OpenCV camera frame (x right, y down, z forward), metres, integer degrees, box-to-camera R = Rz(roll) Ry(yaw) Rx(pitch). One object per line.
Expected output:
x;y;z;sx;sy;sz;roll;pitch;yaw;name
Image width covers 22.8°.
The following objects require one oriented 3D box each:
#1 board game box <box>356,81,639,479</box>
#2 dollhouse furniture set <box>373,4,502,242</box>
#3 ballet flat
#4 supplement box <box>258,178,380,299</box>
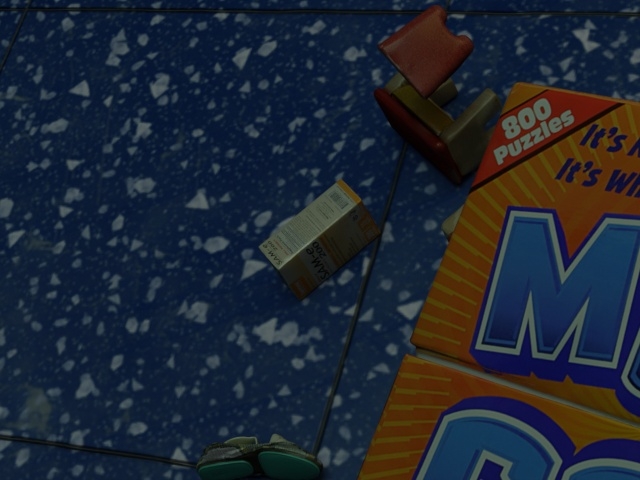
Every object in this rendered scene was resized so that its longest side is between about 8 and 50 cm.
0.279;0.160;0.955;0.356;0.356;0.356;15;79;40;board game box
0.140;-0.044;1.314;0.152;0.201;0.374;-41;54;-6;dollhouse furniture set
-0.051;0.183;1.354;0.114;0.041;0.041;-5;58;19;ballet flat
0.000;0.000;1.432;0.098;0.062;0.036;-40;54;-4;supplement box
